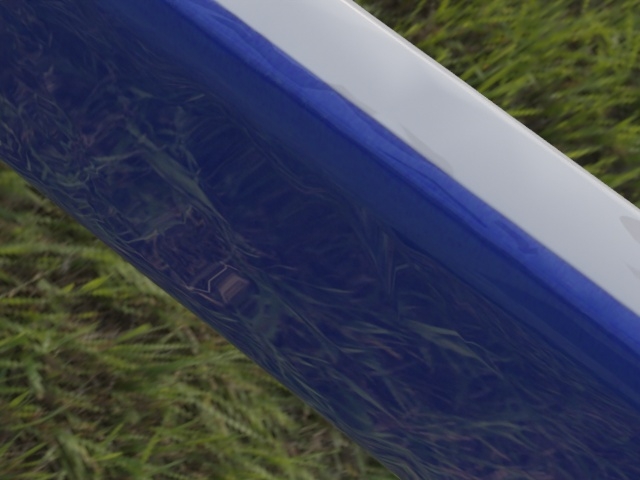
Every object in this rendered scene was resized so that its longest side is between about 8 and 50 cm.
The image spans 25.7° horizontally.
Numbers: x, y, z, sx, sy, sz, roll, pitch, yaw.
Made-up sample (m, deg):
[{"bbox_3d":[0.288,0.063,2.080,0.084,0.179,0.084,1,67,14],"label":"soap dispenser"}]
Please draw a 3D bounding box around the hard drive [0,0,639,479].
[{"bbox_3d":[0.000,0.000,0.425,0.318,0.210,0.040,38,70,11],"label":"hard drive"}]
